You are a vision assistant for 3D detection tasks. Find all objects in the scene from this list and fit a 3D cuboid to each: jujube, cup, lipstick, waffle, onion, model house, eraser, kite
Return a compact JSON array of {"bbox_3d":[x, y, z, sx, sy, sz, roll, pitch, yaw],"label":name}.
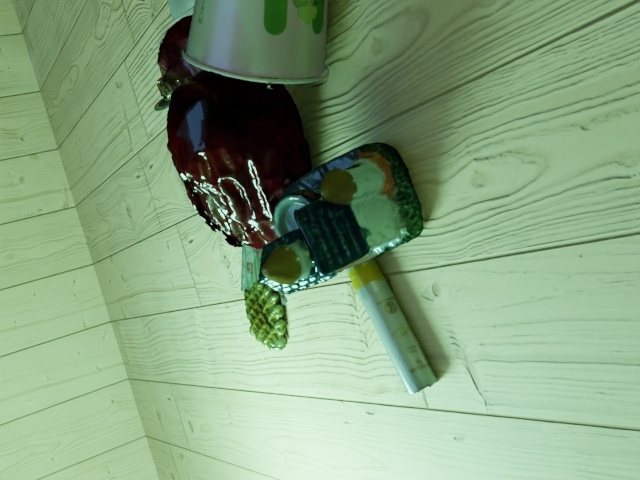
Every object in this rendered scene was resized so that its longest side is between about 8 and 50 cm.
[{"bbox_3d":[-0.144,-0.158,1.408,0.258,0.258,0.376,48,160,36],"label":"jujube"},{"bbox_3d":[-0.091,-0.414,1.246,0.253,0.253,0.273,37,126,46],"label":"cup"},{"bbox_3d":[0.121,0.143,1.340,0.264,0.059,0.059,64,149,15],"label":"lipstick"},{"bbox_3d":[-0.134,0.175,1.810,0.183,0.036,0.169,15,116,56],"label":"waffle"},{"bbox_3d":[-0.234,-0.333,1.530,0.252,0.219,0.252,32,135,38],"label":"onion"},{"bbox_3d":[-0.006,-0.018,1.192,0.253,0.291,0.184,-23,94,35],"label":"model house"},{"bbox_3d":[-0.312,-0.566,1.735,0.150,0.023,0.103,0,105,60],"label":"eraser"},{"bbox_3d":[-0.124,0.021,1.717,0.323,0.013,0.267,-45,61,50],"label":"kite"}]

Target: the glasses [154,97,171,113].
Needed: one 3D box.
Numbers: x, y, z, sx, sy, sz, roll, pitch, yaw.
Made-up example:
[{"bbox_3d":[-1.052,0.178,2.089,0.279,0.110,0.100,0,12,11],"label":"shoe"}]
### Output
[{"bbox_3d":[-0.345,-0.246,1.891,0.190,0.088,0.220,39,137,44],"label":"glasses"}]
